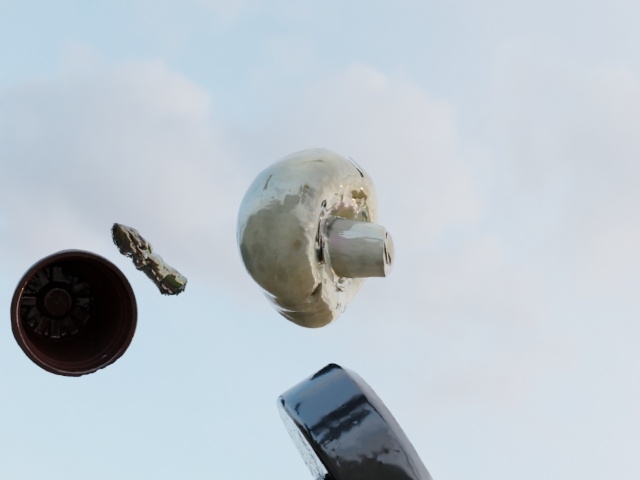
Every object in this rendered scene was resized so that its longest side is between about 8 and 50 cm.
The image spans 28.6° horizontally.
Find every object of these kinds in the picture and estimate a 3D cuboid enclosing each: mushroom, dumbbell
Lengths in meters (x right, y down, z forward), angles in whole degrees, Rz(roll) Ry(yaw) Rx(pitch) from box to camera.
[{"bbox_3d":[0.000,0.000,1.016,0.123,0.154,0.154,9,-32,23],"label":"mushroom"},{"bbox_3d":[-0.038,0.194,0.798,0.152,0.218,0.152,56,-10,16],"label":"dumbbell"}]

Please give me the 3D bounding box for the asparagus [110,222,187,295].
[{"bbox_3d":[-0.193,0.021,1.403,0.036,0.030,0.165,1,-26,19],"label":"asparagus"}]

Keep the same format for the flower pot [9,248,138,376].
[{"bbox_3d":[-0.225,0.059,1.099,0.111,0.111,0.089,36,-12,-23],"label":"flower pot"}]
